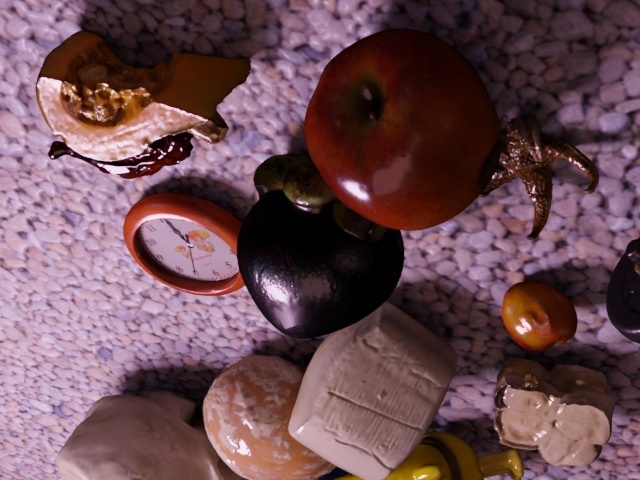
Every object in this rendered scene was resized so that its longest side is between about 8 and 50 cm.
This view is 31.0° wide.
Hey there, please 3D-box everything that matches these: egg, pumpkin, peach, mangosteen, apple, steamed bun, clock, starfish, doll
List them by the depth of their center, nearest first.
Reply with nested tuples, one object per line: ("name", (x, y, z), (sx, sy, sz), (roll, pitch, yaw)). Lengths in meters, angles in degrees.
("apple", (0.100, -0.125, 1.324), (0.230, 0.230, 0.230), (9, 139, 8))
("starfish", (0.242, -0.074, 1.430), (0.146, 0.074, 0.190), (39, 135, -22))
("pumpkin", (-0.217, -0.169, 1.439), (0.248, 0.131, 0.126), (14, 131, 11))
("mangosteen", (0.000, 0.000, 1.501), (0.243, 0.243, 0.243), (9, 139, 8))
("peach", (0.302, 0.101, 1.598), (0.101, 0.101, 0.101), (9, 139, 8))
("clock", (-0.189, 0.006, 1.681), (0.205, 0.051, 0.205), (10, 140, 9))
("steamed bun", (0.072, 0.217, 1.726), (0.200, 0.155, 0.250), (31, 94, -16))
("steamed bun", (0.355, 0.255, 1.746), (0.177, 0.106, 0.192), (7, 130, 17))
("egg", (-0.074, 0.291, 1.845), (0.245, 0.203, 0.203), (28, 143, 18))
("doll", (0.147, 0.392, 1.879), (0.363, 0.145, 0.199), (-12, 157, -1))
("steamed bun", (-0.288, 0.381, 2.002), (0.352, 0.247, 0.339), (4, 157, -20))

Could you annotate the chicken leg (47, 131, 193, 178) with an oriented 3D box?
("chicken leg", (-0.263, -0.124, 1.562), (0.219, 0.048, 0.089), (-9, 130, 27))

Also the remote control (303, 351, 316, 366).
("remote control", (0.075, 0.253, 1.895), (0.245, 0.025, 0.063), (38, 139, -23))

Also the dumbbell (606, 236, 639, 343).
("dumbbell", (0.522, 0.113, 1.468), (0.388, 0.185, 0.185), (37, 135, -22))
